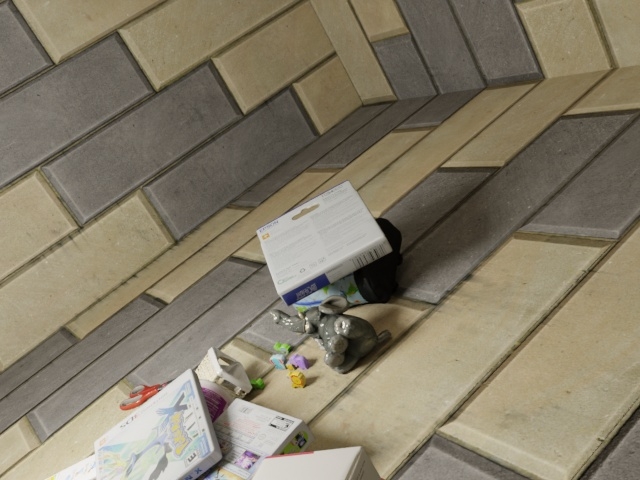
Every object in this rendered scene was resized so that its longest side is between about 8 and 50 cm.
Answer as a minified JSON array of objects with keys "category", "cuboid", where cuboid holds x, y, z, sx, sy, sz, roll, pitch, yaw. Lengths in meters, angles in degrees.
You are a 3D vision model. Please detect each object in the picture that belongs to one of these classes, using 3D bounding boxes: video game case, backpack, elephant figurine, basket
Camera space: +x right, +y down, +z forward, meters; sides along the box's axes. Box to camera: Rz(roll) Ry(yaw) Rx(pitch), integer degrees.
[{"category":"video game case","cuboid":[-0.179,0.465,1.540,0.244,0.061,0.270,-42,24,-29]},{"category":"backpack","cuboid":[0.033,0.081,2.150,0.356,0.273,0.290,-28,32,42]},{"category":"elephant figurine","cuboid":[0.020,0.219,1.879,0.169,0.186,0.239,-52,42,-1]},{"category":"video game case","cuboid":[-0.376,0.469,1.618,0.300,0.036,0.329,-38,29,-1]},{"category":"basket","cuboid":[-0.275,0.387,1.988,0.103,0.113,0.167,-53,22,2]}]

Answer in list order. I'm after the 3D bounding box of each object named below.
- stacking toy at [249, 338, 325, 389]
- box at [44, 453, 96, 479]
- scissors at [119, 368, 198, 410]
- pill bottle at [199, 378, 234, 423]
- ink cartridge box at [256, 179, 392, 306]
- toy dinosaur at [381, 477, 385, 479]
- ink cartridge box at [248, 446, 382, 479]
[{"category":"stacking toy","cuboid":[-0.089,0.331,1.973,0.221,0.052,0.167,-12,27,41]},{"category":"box","cuboid":[-0.612,0.648,1.861,0.203,0.114,0.103,-27,23,5]},{"category":"scissors","cuboid":[-0.506,0.471,2.263,0.297,0.021,0.109,-19,21,25]},{"category":"pill bottle","cuboid":[-0.329,0.496,1.759,0.169,0.169,0.301,-20,24,25]},{"category":"ink cartridge box","cuboid":[0.000,0.000,2.030,0.324,0.071,0.330,-28,35,2]},{"category":"toy dinosaur","cuboid":[0.090,0.487,1.369,0.047,0.090,0.082,32,96,50]},{"category":"ink cartridge box","cuboid":[0.027,0.483,1.156,0.207,0.283,0.117,-17,21,31]}]
